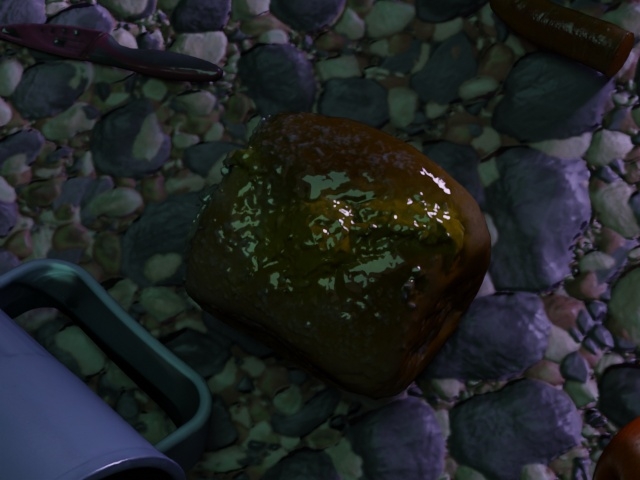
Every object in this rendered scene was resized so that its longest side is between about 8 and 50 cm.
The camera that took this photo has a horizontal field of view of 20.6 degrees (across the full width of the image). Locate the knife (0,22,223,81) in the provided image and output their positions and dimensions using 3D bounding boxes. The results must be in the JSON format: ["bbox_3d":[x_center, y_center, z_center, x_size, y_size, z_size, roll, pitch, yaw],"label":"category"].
[{"bbox_3d":[-0.205,-0.183,1.680,0.247,0.018,0.035,14,71,18],"label":"knife"}]

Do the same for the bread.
[{"bbox_3d":[0.000,0.000,1.466,0.246,0.176,0.195,27,71,21],"label":"bread"}]

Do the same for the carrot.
[{"bbox_3d":[0.211,-0.190,1.590,0.139,0.048,0.048,25,72,23],"label":"carrot"}]

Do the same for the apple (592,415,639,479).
[{"bbox_3d":[0.276,0.203,1.329,0.139,0.163,0.163,6,66,1],"label":"apple"}]

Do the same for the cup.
[{"bbox_3d":[-0.280,0.154,1.404,0.311,0.257,0.331,39,79,25],"label":"cup"}]
